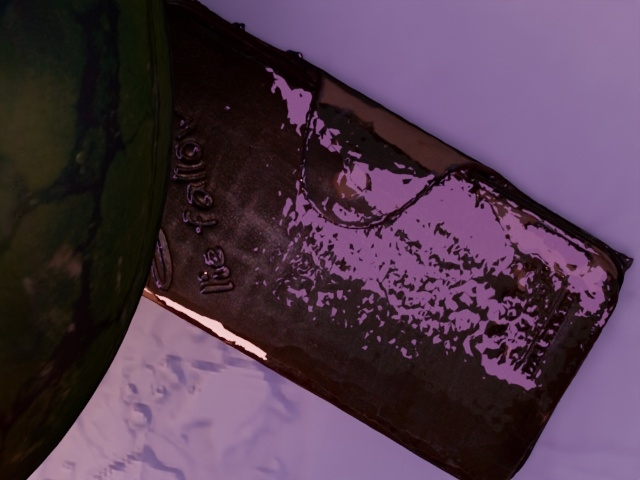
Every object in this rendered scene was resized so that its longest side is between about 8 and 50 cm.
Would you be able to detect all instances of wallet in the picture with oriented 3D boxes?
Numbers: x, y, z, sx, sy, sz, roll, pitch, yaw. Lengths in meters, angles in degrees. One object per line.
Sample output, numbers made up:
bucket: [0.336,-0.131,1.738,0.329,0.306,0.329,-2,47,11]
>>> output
wallet: [0.000,0.000,0.751,0.232,0.031,0.122,30,106,9]

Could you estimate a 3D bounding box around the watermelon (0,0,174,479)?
watermelon: [-0.219,-0.049,0.643,0.363,0.363,0.363,2,98,13]
